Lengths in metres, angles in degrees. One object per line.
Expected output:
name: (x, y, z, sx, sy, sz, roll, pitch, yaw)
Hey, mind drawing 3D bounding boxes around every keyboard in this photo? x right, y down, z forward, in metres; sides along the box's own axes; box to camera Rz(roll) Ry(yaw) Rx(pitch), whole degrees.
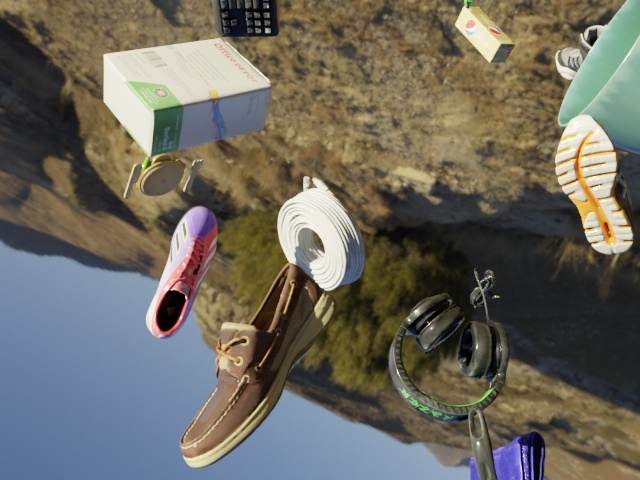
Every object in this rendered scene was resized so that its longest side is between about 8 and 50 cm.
keyboard: (-0.074, -0.317, 0.736, 0.108, 0.023, 0.180, -4, 132, -3)

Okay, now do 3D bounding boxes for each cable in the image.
cable: (0.000, 0.000, 1.637, 0.257, 0.089, 0.257, 42, 138, 27)

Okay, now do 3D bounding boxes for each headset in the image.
headset: (0.301, 0.223, 1.456, 0.243, 0.394, 0.185, 30, 148, 10)

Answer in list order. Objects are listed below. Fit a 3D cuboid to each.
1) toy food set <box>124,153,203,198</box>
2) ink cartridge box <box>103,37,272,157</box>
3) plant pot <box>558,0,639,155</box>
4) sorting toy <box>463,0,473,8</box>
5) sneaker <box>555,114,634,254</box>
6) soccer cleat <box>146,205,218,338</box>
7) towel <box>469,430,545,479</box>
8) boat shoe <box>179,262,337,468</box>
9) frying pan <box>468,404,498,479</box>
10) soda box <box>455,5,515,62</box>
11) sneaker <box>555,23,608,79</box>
toy food set: (-0.399, -0.164, 1.637, 0.192, 0.132, 0.038, -10, -125, -43)
ink cartridge box: (-0.206, -0.229, 1.022, 0.154, 0.212, 0.093, 47, 141, 27)
plant pot: (0.609, -0.278, 1.159, 0.235, 0.293, 0.293, 29, 175, 2)
sorting toy: (0.273, -0.475, 1.216, 0.083, 0.062, 0.012, 53, -168, -34)
sneaker: (0.407, -0.087, 0.965, 0.084, 0.083, 0.214, -7, 116, 37)
soccer cleat: (-0.307, 0.073, 1.494, 0.109, 0.318, 0.116, 23, 174, -18)
towel: (0.434, 0.594, 1.558, 0.076, 0.227, 0.308, 12, 150, -5)
boat shoe: (-0.108, 0.169, 0.971, 0.123, 0.342, 0.123, 49, 148, -16)
frying pan: (0.243, 0.435, 0.972, 0.053, 0.197, 0.326, 39, -163, -47)
soda box: (0.447, -0.562, 1.787, 0.058, 0.061, 0.181, -9, -127, -29)
sneaker: (0.683, -0.480, 1.665, 0.268, 0.101, 0.153, -110, -1, -54)
